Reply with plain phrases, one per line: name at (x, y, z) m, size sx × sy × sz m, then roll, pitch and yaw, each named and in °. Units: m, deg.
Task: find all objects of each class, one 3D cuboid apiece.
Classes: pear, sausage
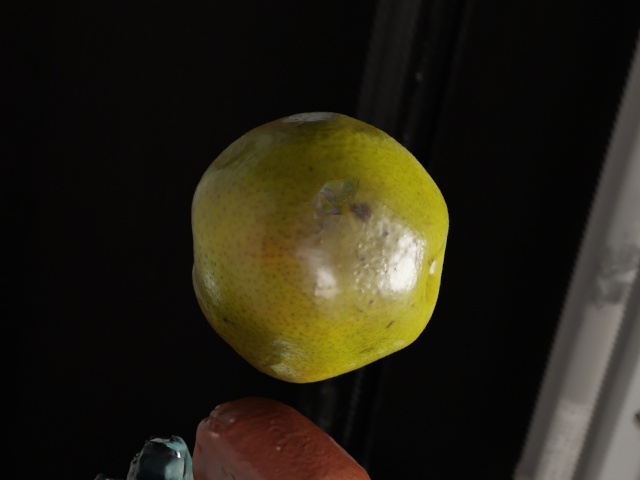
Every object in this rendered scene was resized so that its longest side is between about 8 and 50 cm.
pear at (0.000, 0.000, 0.734) m, size 0.141 × 0.141 × 0.104 m, roll 64°, pitch -11°, yaw 10°
sausage at (-0.017, 0.112, 0.647) m, size 0.094 × 0.054 × 0.059 m, roll 39°, pitch -61°, yaw 20°

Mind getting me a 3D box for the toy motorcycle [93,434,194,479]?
toy motorcycle at (-0.113, 0.230, 0.823) m, size 0.154 × 0.260 × 0.206 m, roll 6°, pitch -80°, yaw 5°
